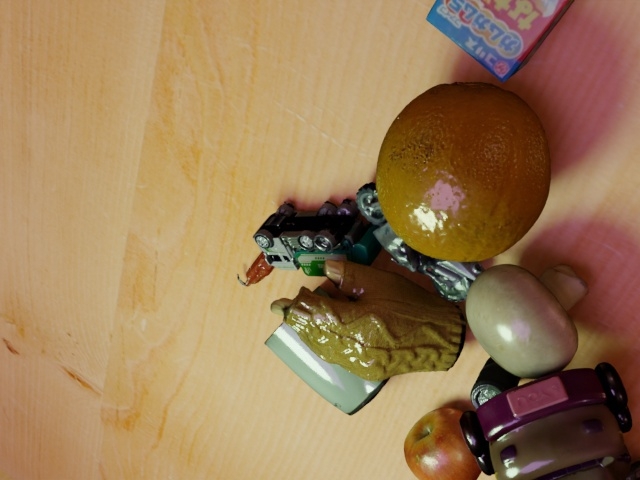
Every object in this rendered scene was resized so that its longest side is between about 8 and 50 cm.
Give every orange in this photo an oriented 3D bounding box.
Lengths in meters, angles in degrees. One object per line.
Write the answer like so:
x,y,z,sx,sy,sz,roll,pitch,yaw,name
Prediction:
0.214,-0.103,1.261,0.274,0.274,0.274,18,126,27,orange

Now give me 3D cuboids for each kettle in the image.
0.020,0.237,1.702,0.236,0.161,0.221,42,154,3,kettle

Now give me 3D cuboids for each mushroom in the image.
0.343,0.113,1.352,0.204,0.204,0.204,18,126,27,mushroom

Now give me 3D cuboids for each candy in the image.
0.289,-0.383,1.142,0.157,0.100,0.306,41,135,7,candy

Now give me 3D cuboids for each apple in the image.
0.245,0.411,1.635,0.139,0.163,0.163,44,135,-14,apple

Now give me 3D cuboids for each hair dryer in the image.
0.354,0.207,1.468,0.071,0.124,0.219,41,117,5,hair dryer

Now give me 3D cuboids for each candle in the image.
-0.130,0.058,1.762,0.162,0.048,0.053,-49,54,45,candle

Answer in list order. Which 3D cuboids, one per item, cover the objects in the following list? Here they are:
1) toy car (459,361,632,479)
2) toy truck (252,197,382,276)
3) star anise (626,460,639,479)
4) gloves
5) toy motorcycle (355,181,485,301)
0.392,0.365,1.358,0.271,0.240,0.340,-22,146,11,toy car
0.000,0.000,1.591,0.253,0.114,0.124,-2,127,37,toy truck
0.544,0.430,1.504,0.141,0.042,0.141,19,128,26,star anise
0.085,0.149,1.509,0.357,0.155,0.203,12,116,-4,gloves
0.178,-0.019,1.451,0.270,0.106,0.159,45,140,10,toy motorcycle
